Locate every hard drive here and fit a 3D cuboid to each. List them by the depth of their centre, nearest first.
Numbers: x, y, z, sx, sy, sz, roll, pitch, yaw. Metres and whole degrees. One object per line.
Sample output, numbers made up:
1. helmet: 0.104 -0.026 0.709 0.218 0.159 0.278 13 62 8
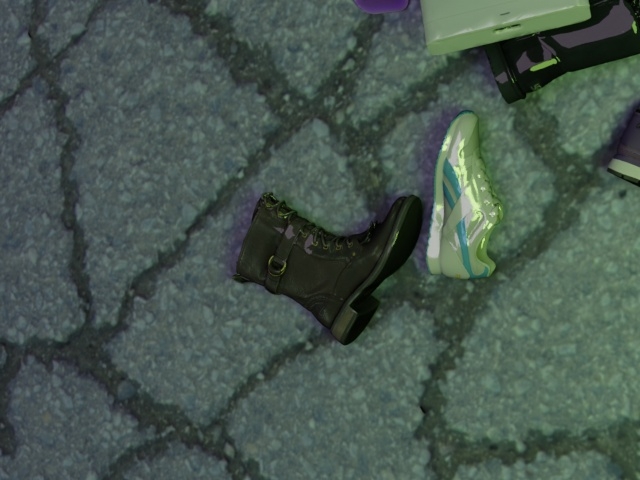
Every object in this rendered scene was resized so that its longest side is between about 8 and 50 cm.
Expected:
1. hard drive: 0.218 -0.395 1.526 0.203 0.040 0.308 -11 65 14

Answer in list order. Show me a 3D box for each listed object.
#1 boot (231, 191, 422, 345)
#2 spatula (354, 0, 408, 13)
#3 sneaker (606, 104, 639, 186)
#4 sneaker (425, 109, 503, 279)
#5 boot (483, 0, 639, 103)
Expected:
1. boot: 0.000 0.000 1.697 0.229 0.091 0.263 36 108 19
2. spatula: 0.072 -0.469 1.678 0.084 0.030 0.297 -4 91 28
3. sneaker: 0.501 -0.090 1.450 0.283 0.107 0.124 25 96 23
4. sneaker: 0.201 -0.061 1.608 0.092 0.087 0.229 7 102 18
5. boot: 0.299 -0.319 1.543 0.207 0.094 0.247 -22 73 17
